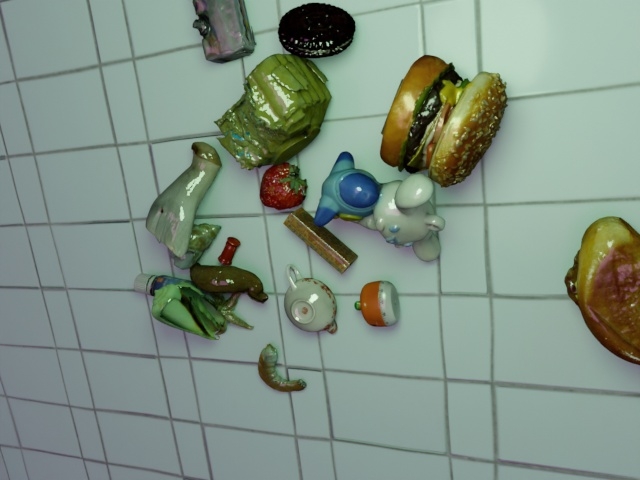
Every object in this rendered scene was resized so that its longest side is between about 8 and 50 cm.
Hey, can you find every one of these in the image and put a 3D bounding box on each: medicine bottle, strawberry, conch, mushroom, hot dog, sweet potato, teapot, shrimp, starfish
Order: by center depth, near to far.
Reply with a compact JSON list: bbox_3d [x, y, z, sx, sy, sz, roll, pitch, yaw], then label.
[{"bbox_3d":[0.712,0.146,1.146,0.405,0.185,0.223,43,114,6],"label":"hot dog"},{"bbox_3d":[-0.113,-0.147,1.430,0.148,0.131,0.131,-15,98,17],"label":"strawberry"},{"bbox_3d":[-0.037,0.179,1.509,0.159,0.116,0.245,-23,89,37],"label":"teapot"},{"bbox_3d":[-0.388,-0.127,1.512,0.159,0.122,0.328,30,91,0],"label":"mushroom"},{"bbox_3d":[-0.298,0.119,1.565,0.310,0.124,0.097,13,84,21],"label":"sweet potato"},{"bbox_3d":[-0.392,0.212,1.569,0.251,0.137,0.143,28,90,-16],"label":"conch"},{"bbox_3d":[-0.402,0.008,1.602,0.116,0.106,0.172,35,114,30],"label":"conch"},{"bbox_3d":[-0.120,0.412,1.631,0.166,0.049,0.160,14,112,16],"label":"shrimp"},{"bbox_3d":[-0.306,0.217,1.656,0.224,0.050,0.216,34,106,5],"label":"starfish"},{"bbox_3d":[-0.511,0.156,1.694,0.203,0.083,0.083,9,108,21],"label":"medicine bottle"}]

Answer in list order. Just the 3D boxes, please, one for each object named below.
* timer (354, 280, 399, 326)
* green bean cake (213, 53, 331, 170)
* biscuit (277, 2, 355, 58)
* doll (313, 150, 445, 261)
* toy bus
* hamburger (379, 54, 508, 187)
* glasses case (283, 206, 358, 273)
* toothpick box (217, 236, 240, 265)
[{"bbox_3d":[0.151,0.177,1.426,0.136,0.099,0.136,1,93,19],"label":"timer"},{"bbox_3d":[-0.125,-0.302,1.303,0.310,0.285,0.202,-37,94,29],"label":"green bean cake"},{"bbox_3d":[-0.010,-0.515,1.262,0.195,0.194,0.053,22,147,15],"label":"biscuit"},{"bbox_3d":[0.123,-0.079,1.252,0.366,0.187,0.375,21,147,24],"label":"doll"},{"bbox_3d":[-0.272,-0.642,1.364,0.138,0.112,0.316,-7,103,19],"label":"toy bus"},{"bbox_3d":[0.280,-0.262,1.159,0.225,0.291,0.290,29,113,17],"label":"hamburger"},{"bbox_3d":[0.000,0.000,1.450,0.218,0.075,0.049,41,117,7],"label":"glasses case"},{"bbox_3d":[-0.280,0.031,1.587,0.047,0.047,0.083,33,113,10],"label":"toothpick box"}]
